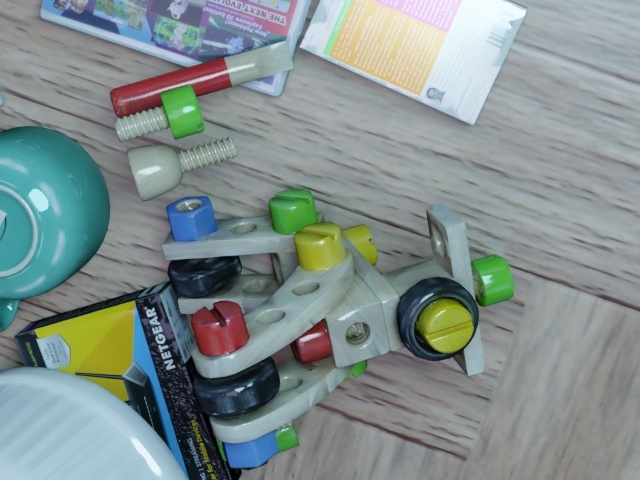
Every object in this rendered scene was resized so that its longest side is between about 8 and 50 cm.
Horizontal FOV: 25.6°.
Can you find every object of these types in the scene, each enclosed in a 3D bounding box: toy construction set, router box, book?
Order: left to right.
[{"bbox_3d":[-0.157,0.137,1.161,0.133,0.046,0.179,-17,101,13],"label":"router box"},{"bbox_3d":[0.000,0.000,1.038,0.237,0.257,0.309,-18,90,-4],"label":"toy construction set"},{"bbox_3d":[0.070,-0.160,1.059,0.144,0.035,0.096,25,103,2],"label":"book"}]

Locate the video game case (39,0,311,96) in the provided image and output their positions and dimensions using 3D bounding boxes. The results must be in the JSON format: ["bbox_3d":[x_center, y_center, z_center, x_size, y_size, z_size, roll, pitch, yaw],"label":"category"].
[{"bbox_3d":[-0.098,-0.227,1.075,0.201,0.023,0.183,19,106,3],"label":"video game case"}]

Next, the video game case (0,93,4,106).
[{"bbox_3d":[-0.357,-0.132,1.142,0.157,0.019,0.143,-30,98,14],"label":"video game case"}]

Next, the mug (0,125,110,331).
[{"bbox_3d":[-0.238,-0.006,1.112,0.129,0.097,0.158,-12,101,12],"label":"mug"}]

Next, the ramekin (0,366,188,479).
[{"bbox_3d":[-0.235,0.246,1.119,0.273,0.127,0.273,10,113,24],"label":"ramekin"}]
